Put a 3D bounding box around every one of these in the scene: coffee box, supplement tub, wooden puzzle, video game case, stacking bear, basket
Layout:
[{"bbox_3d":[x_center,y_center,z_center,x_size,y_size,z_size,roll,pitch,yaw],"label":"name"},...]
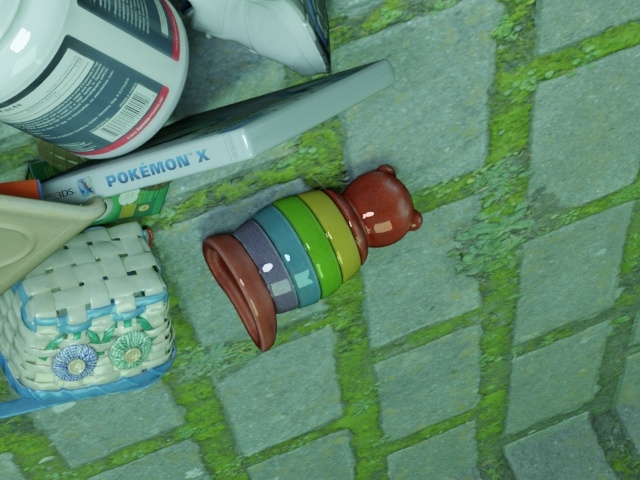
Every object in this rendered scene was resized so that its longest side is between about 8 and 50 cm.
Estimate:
[{"bbox_3d":[-0.279,-0.064,1.847,0.184,0.040,0.113,-11,151,-25],"label":"coffee box"},{"bbox_3d":[-0.275,-0.202,1.444,0.191,0.191,0.272,-35,151,19],"label":"supplement tub"},{"bbox_3d":[-0.439,0.005,1.483,0.348,0.080,0.322,3,154,-43],"label":"wooden puzzle"},{"bbox_3d":[-0.115,-0.116,1.619,0.300,0.036,0.329,-13,-168,32],"label":"video game case"},{"bbox_3d":[0.000,0.000,2.076,0.289,0.175,0.164,-28,161,-13],"label":"stacking bear"},{"bbox_3d":[-0.319,0.124,1.926,0.254,0.201,0.289,-12,147,-22],"label":"basket"}]

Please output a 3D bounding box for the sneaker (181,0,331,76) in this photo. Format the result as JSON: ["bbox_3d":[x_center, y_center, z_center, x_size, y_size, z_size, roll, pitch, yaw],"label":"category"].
[{"bbox_3d":[-0.076,-0.262,1.625,0.129,0.111,0.297,-15,153,19],"label":"sneaker"}]

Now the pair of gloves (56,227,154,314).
[{"bbox_3d":[-0.302,0.050,2.051,0.159,0.023,0.198,-17,151,-13],"label":"pair of gloves"}]

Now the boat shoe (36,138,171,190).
[{"bbox_3d":[-0.258,-0.109,1.767,0.178,0.060,0.064,14,141,-33],"label":"boat shoe"}]
